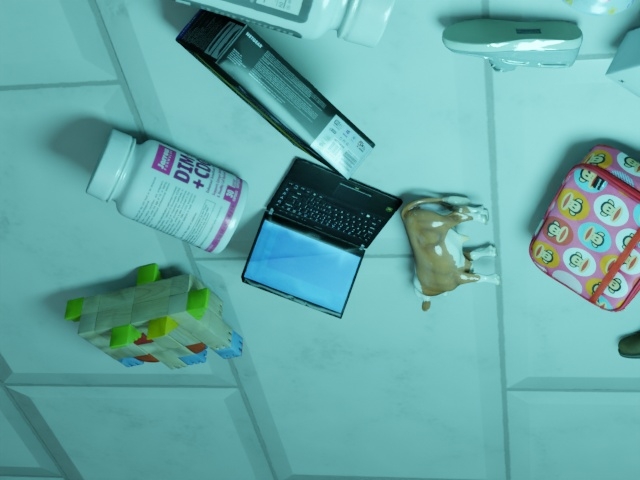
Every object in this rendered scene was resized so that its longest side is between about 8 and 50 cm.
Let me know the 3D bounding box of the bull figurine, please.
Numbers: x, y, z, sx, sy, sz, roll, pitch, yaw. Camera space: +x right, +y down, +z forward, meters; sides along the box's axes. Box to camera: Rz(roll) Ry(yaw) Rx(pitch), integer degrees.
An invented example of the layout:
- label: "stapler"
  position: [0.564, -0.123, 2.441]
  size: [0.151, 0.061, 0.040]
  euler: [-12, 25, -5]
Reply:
- label: "bull figurine"
  position: [0.259, 0.028, 2.036]
  size: [0.188, 0.101, 0.310]
  euler: [-9, 138, 14]

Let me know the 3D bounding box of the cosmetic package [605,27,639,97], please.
- label: "cosmetic package"
  position: [0.671, -0.214, 1.545]
  size: [0.377, 0.097, 0.284]
  euler: [30, 177, -11]

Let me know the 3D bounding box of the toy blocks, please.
- label: "toy blocks"
  position: [-0.356, 0.203, 2.308]
  size: [0.381, 0.190, 0.261]
  euler: [-13, 145, 22]

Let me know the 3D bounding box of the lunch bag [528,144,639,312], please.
- label: "lunch bag"
  position: [0.544, -0.008, 1.855]
  size: [0.258, 0.120, 0.293]
  euler: [36, 142, 16]

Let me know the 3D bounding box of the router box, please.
- label: "router box"
  position: [-0.078, -0.249, 1.683]
  size: [0.309, 0.243, 0.081]
  euler: [40, 90, -31]

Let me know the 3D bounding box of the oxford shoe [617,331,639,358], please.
- label: "oxford shoe"
  position: [0.727, 0.184, 2.155]
  size: [0.227, 0.083, 0.096]
  euler: [-32, 105, 37]

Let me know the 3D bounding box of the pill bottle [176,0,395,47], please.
- label: "pill bottle"
  position: [-0.066, -0.420, 1.509]
  size: [0.361, 0.204, 0.204]
  euler: [16, 138, -7]

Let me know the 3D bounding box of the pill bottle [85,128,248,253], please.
- label: "pill bottle"
  position: [-0.296, -0.097, 1.947]
  size: [0.283, 0.160, 0.160]
  euler: [23, 137, -16]

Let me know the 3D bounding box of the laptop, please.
- label: "laptop"
  position: [0.000, 0.000, 2.020]
  size: [0.234, 0.136, 0.264]
  euler: [21, 137, -14]

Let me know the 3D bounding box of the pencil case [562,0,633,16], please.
- label: "pencil case"
  position: [0.423, -0.458, 1.448]
  size: [0.124, 0.113, 0.273]
  euler: [10, 139, 7]

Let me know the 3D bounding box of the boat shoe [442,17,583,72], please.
- label: "boat shoe"
  position: [0.313, -0.312, 1.656]
  size: [0.228, 0.079, 0.081]
  euler: [2, 134, 4]
